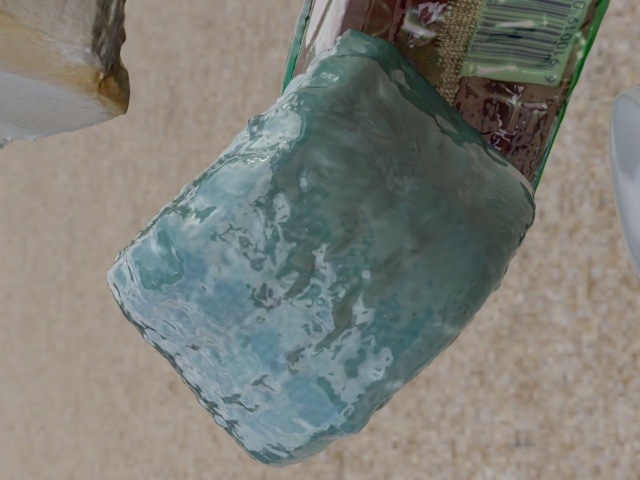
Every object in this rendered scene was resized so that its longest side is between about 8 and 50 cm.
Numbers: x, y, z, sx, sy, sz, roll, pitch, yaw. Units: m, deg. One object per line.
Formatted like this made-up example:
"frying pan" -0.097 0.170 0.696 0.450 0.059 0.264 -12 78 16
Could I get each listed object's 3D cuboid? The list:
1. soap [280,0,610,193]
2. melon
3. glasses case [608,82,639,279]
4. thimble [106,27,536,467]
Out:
"soap" 0.078 -0.117 0.950 0.098 0.218 0.273 -97 20 -54
"melon" -0.141 -0.128 0.740 0.139 0.093 0.202 -36 -43 -68
"glasses case" 0.209 -0.024 0.961 0.063 0.041 0.164 48 162 47
"thimble" 0.000 0.000 0.812 0.198 0.143 0.235 -42 4 16
